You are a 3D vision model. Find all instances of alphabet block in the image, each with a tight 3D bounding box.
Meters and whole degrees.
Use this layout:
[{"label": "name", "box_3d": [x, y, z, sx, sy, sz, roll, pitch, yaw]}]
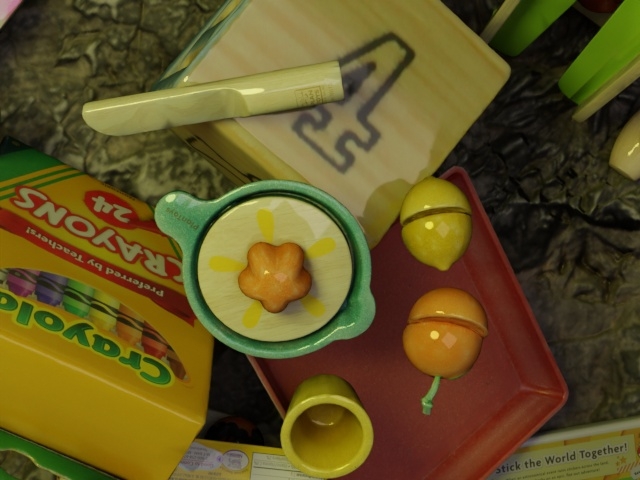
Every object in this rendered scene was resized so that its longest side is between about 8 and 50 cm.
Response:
[{"label": "alphabet block", "box_3d": [-0.002, -0.124, 1.045, 0.197, 0.192, 0.193, 41, 83, -14]}]

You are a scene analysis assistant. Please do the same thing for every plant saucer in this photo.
[{"label": "plant saucer", "box_3d": [0.072, 0.108, 1.106, 0.259, 0.048, 0.258, -38, 112, -25]}]

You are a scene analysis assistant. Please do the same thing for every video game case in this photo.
[{"label": "video game case", "box_3d": [0.218, 0.282, 1.204, 0.227, 0.026, 0.206, -7, 94, -15]}]

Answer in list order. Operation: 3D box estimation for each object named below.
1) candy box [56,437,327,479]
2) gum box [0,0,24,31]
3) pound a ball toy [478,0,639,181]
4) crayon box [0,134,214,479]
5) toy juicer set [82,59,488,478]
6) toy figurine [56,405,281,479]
[{"label": "candy box", "box_3d": [-0.096, 0.200, 0.961, 0.206, 0.027, 0.105, 10, 84, -19]}, {"label": "gum box", "box_3d": [-0.333, -0.151, 1.013, 0.107, 0.062, 0.188, 38, 82, -14]}, {"label": "pound a ball toy", "box_3d": [0.263, -0.182, 1.077, 0.208, 0.319, 0.136, 35, 81, 1]}, {"label": "crayon box", "box_3d": [-0.180, 0.058, 0.933, 0.202, 0.318, 0.081, 26, 115, -16]}, {"label": "toy juicer set", "box_3d": [0.000, 0.000, 0.915, 0.209, 0.089, 0.329, -29, 106, 8]}, {"label": "toy figurine", "box_3d": [-0.105, 0.247, 1.045, 0.209, 0.148, 0.213, -27, 98, -14]}]
